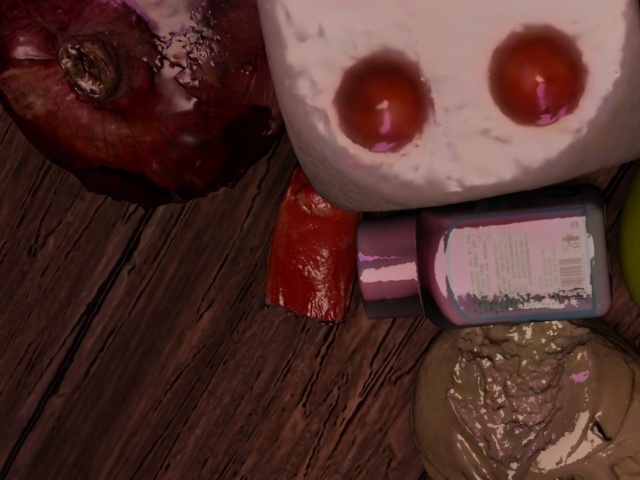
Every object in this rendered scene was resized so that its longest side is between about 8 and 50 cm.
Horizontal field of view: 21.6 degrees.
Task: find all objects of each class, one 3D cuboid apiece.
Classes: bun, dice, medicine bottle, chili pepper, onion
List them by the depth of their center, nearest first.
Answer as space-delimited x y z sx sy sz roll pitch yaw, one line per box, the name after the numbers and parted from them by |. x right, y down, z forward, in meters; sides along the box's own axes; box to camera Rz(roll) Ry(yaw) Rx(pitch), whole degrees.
0.102 -0.165 1.184 0.251 0.243 0.259 -10 101 11 | dice
-0.141 -0.144 1.240 0.252 0.219 0.252 6 110 17 | onion
0.126 0.014 1.288 0.188 0.119 0.094 -5 99 11 | medicine bottle
0.176 0.162 1.323 0.210 0.116 0.237 -40 96 16 | bun
0.000 0.000 1.335 0.070 0.073 0.123 -4 112 -33 | chili pepper

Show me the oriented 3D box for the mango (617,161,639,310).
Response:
0.331 -0.047 1.233 0.175 0.143 0.293 36 118 -8 | mango
